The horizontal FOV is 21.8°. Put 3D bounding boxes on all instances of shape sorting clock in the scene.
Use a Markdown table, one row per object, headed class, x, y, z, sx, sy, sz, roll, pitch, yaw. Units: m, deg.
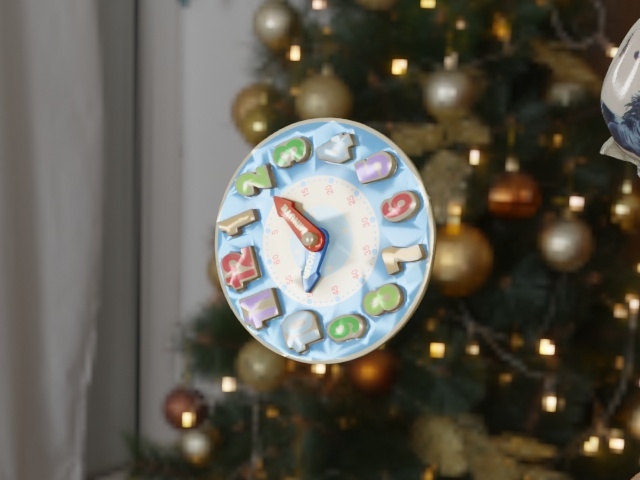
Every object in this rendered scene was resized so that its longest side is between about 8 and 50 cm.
| class | x | y | z | sx | sy | sz | roll | pitch | yaw |
| --- | --- | --- | --- | --- | --- | --- | --- | --- | --- |
| shape sorting clock | 0.000 | 0.000 | 1.385 | 0.206 | 0.206 | 0.040 | 9 | 3 | 31 |

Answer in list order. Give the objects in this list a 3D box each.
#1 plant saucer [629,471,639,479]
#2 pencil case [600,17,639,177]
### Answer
| class | x | y | z | sx | sy | sz | roll | pitch | yaw |
| --- | --- | --- | --- | --- | --- | --- | --- | --- | --- |
| plant saucer | 0.231 | 0.254 | 1.167 | 0.037 | 0.200 | 0.200 | 10 | 9 | -19 |
| pencil case | 0.392 | -0.039 | 1.397 | 0.160 | 0.183 | 0.410 | 2 | 35 | -26 |
